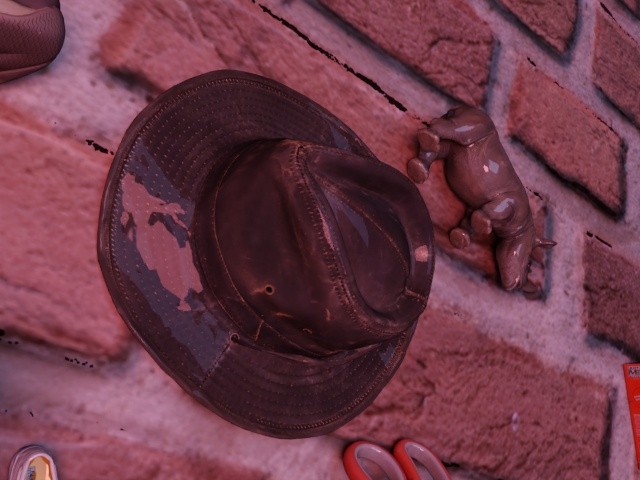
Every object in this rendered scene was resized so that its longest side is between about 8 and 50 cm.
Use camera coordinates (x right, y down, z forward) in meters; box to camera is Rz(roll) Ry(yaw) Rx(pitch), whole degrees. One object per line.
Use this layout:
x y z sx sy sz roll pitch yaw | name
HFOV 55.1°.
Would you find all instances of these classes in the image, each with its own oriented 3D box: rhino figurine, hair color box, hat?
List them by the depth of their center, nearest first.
0.000 0.000 0.495 0.331 0.134 0.332 8 77 -34 | hat
0.189 -0.040 0.679 0.106 0.073 0.243 -43 107 -31 | rhino figurine
0.461 0.236 0.835 0.071 0.043 0.141 1 79 -35 | hair color box

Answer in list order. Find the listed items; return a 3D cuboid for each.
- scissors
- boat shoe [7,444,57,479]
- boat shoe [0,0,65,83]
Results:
0.095 0.254 0.453 0.108 0.297 0.021 19 110 -23 | scissors
-0.179 0.181 0.385 0.035 0.035 0.100 6 76 -35 | boat shoe
-0.313 -0.167 0.303 0.355 0.132 0.130 1 80 -37 | boat shoe
